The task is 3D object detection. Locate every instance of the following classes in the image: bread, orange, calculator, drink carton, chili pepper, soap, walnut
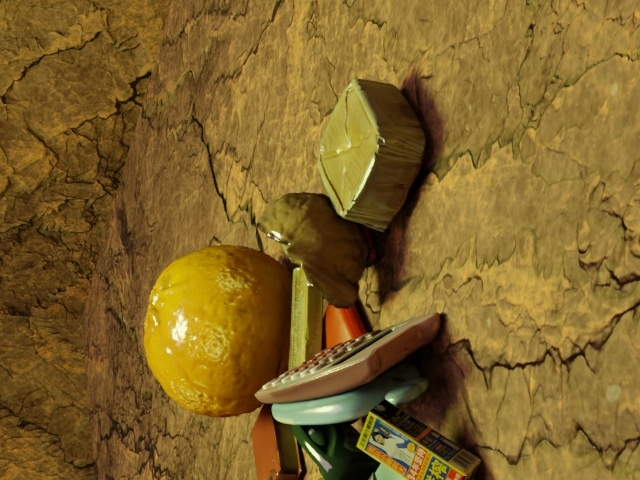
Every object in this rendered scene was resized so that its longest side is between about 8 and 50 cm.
[{"bbox_3d":[0.085,-0.142,1.909,0.192,0.110,0.210,-65,28,29],"label":"bread"},{"bbox_3d":[-0.199,0.171,2.282,0.340,0.293,0.340,-53,26,40],"label":"orange"},{"bbox_3d":[0.046,0.236,1.805,0.303,0.188,0.042,-17,94,48],"label":"calculator"},{"bbox_3d":[0.035,0.192,1.820,0.330,0.220,0.048,-22,96,51],"label":"calculator"},{"bbox_3d":[0.137,0.298,1.638,0.166,0.056,0.071,32,119,23],"label":"drink carton"},{"bbox_3d":[0.070,-0.012,2.034,0.178,0.027,0.045,-108,35,-44],"label":"chili pepper"},{"bbox_3d":[-0.026,0.158,2.101,0.092,0.037,0.252,138,139,-62],"label":"soap"},{"bbox_3d":[-0.008,-0.008,1.954,0.141,0.204,0.238,-45,41,1],"label":"walnut"}]

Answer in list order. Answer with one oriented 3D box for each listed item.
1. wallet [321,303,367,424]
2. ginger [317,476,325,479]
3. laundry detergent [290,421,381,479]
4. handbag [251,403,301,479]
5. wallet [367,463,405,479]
[{"bbox_3d":[0.047,0.198,2.020,0.204,0.045,0.142,-114,37,-50],"label":"wallet"},{"bbox_3d":[0.010,0.476,1.993,0.290,0.089,0.137,-49,53,53],"label":"ginger"},{"bbox_3d":[0.013,0.320,1.896,0.222,0.144,0.078,45,111,43],"label":"laundry detergent"},{"bbox_3d":[-0.088,0.415,2.295,0.190,0.063,0.127,-103,28,-47],"label":"handbag"},{"bbox_3d":[0.114,0.433,1.752,0.250,0.075,0.176,118,146,-42],"label":"wallet"}]
